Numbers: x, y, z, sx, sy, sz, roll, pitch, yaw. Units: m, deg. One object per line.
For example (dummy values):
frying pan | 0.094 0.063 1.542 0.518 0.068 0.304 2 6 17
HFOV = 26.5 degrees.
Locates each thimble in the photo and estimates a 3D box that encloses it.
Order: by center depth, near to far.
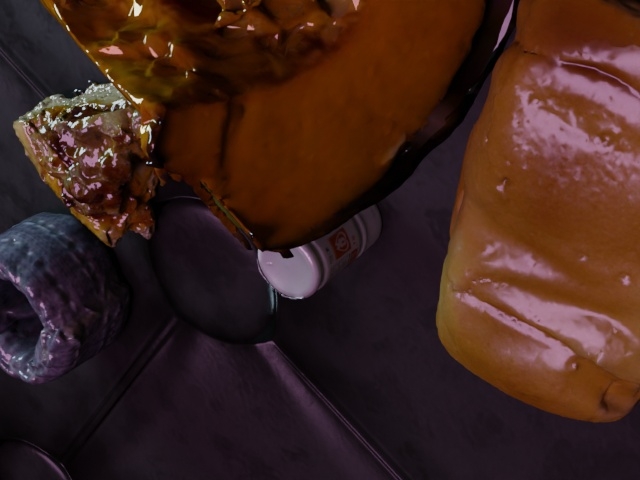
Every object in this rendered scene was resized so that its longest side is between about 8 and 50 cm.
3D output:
thimble | -0.259 0.055 1.272 0.150 0.098 0.150 22 130 29

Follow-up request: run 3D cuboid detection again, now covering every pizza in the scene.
pizza | -0.175 -0.076 1.132 0.154 0.069 0.194 55 139 -2

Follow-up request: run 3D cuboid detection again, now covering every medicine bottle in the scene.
medicine bottle | 0.000 0.000 1.020 0.057 0.089 0.057 21 129 28

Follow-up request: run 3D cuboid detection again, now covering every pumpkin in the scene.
pumpkin | -0.027 -0.168 0.808 0.225 0.256 0.303 45 117 39

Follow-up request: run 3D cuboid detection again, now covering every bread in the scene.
bread | 0.168 -0.026 0.833 0.166 0.132 0.294 27 130 16

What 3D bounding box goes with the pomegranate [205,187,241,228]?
pomegranate | -0.046 -0.040 1.056 0.084 0.073 0.073 19 141 -19
